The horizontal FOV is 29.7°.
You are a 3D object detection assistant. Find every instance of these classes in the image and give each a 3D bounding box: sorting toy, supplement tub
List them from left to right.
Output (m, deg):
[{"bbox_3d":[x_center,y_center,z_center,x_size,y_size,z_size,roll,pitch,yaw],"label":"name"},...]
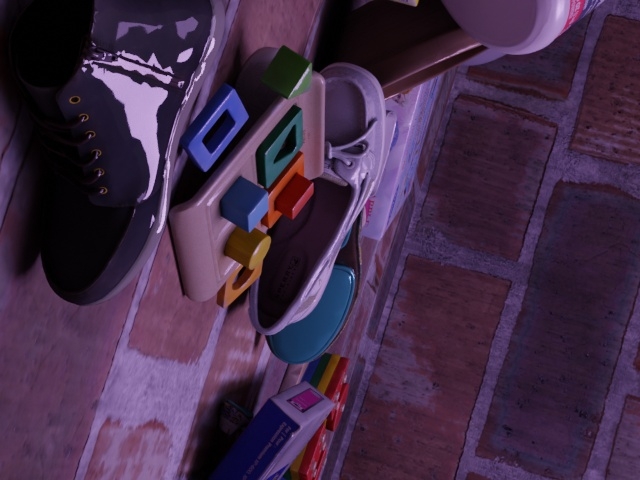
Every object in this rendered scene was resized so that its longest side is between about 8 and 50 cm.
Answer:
[{"bbox_3d":[-0.053,-0.040,1.123,0.196,0.047,0.347,-48,162,-22],"label":"sorting toy"},{"bbox_3d":[-0.021,0.302,2.020,0.257,0.089,0.255,86,22,-65],"label":"sorting toy"},{"bbox_3d":[0.275,-0.355,1.385,0.272,0.191,0.191,-38,155,-25],"label":"supplement tub"}]

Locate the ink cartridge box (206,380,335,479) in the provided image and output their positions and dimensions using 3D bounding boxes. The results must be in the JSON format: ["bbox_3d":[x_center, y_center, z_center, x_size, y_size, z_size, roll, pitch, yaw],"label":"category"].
[{"bbox_3d":[-0.076,0.279,1.551,0.175,0.069,0.371,-53,174,3],"label":"ink cartridge box"}]

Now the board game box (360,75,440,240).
[{"bbox_3d":[0.149,-0.197,2.231,0.318,0.066,0.318,-52,157,-68],"label":"board game box"}]

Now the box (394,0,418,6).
[{"bbox_3d":[0.066,-0.381,1.206,0.243,0.117,0.213,44,63,-81],"label":"box"}]

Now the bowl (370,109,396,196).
[{"bbox_3d":[0.075,-0.143,1.913,0.142,0.053,0.142,-17,124,-80],"label":"bowl"}]

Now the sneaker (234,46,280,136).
[{"bbox_3d":[-0.042,-0.148,1.162,0.152,0.058,0.084,90,16,-53],"label":"sneaker"}]

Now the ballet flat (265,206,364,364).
[{"bbox_3d":[0.000,0.000,1.552,0.123,0.123,0.348,-60,164,-56],"label":"ballet flat"}]

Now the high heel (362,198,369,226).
[{"bbox_3d":[0.046,-0.064,1.757,0.244,0.082,0.117,96,20,-66],"label":"high heel"}]

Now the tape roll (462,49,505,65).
[{"bbox_3d":[0.226,-0.384,1.867,0.072,0.219,0.219,81,27,-71],"label":"tape roll"}]

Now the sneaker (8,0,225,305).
[{"bbox_3d":[-0.143,-0.057,0.701,0.118,0.083,0.222,-13,128,-58],"label":"sneaker"}]

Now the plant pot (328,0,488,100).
[{"bbox_3d":[0.098,-0.249,1.515,0.109,0.237,0.237,65,13,-2],"label":"plant pot"}]

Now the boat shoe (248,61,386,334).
[{"bbox_3d":[-0.009,-0.045,1.379,0.103,0.118,0.320,-55,167,-77],"label":"boat shoe"}]

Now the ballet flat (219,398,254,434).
[{"bbox_3d":[-0.107,0.227,1.515,0.114,0.041,0.041,65,42,-76],"label":"ballet flat"}]
